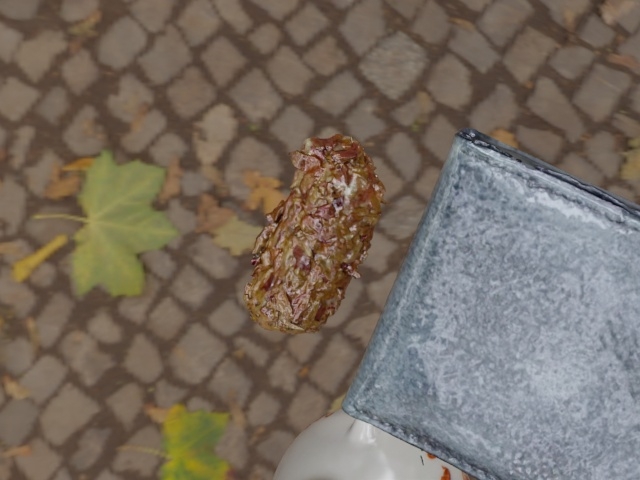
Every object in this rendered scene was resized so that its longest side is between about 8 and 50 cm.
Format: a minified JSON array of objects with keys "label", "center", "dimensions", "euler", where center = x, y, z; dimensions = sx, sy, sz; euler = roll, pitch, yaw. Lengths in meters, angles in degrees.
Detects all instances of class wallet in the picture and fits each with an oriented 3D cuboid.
[{"label":"wallet","center":[0.134,0.062,0.719],"dimensions":[0.222,0.036,0.167],"euler":[26,115,12]}]

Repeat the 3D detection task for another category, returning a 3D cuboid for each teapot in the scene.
[{"label":"teapot","center":[0.036,0.183,1.058],"dimensions":[0.159,0.116,0.245],"euler":[24,101,45]}]

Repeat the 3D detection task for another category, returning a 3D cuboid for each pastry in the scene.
[{"label":"pastry","center":[0.002,0.001,1.212],"dimensions":[0.063,0.087,0.169],"euler":[32,103,55]}]
